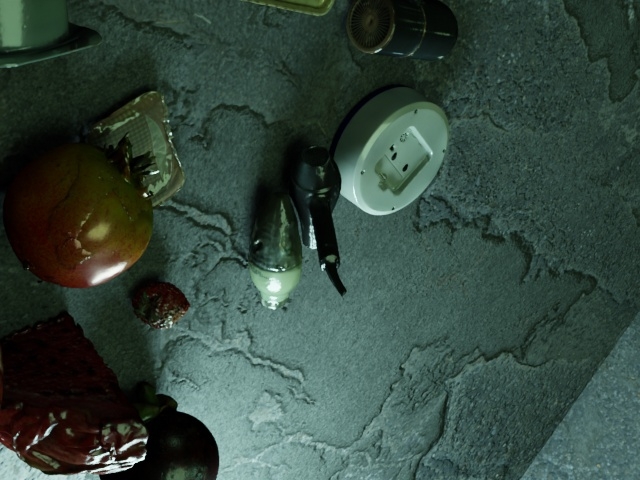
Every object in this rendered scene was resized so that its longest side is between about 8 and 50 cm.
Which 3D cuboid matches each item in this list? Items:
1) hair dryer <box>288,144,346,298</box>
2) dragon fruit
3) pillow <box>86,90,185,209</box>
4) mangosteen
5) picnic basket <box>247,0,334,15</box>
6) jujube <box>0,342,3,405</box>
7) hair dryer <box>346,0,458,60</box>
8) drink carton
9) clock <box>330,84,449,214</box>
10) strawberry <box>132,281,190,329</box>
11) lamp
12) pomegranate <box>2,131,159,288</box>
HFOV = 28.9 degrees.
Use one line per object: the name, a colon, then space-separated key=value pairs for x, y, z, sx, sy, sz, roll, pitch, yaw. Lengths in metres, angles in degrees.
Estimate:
hair dryer: x=0.000 y=0.000 z=2.091 sx=0.091 sy=0.272 sz=0.235 roll=-4 pitch=141 yaw=-5
dragon fruit: x=-0.385 y=0.236 z=1.877 sx=0.302 sy=0.330 sz=0.240 roll=15 pitch=88 yaw=-48
pillow: x=-0.272 y=-0.124 z=1.872 sx=0.135 sy=0.034 sz=0.211 roll=-37 pitch=143 yaw=-20
mangosteen: x=-0.280 y=0.372 z=2.162 sx=0.216 sy=0.216 sz=0.216 roll=-27 pitch=137 yaw=-28
picnic basket: x=-0.105 y=-0.451 z=1.658 sx=0.313 sy=0.175 sz=0.228 roll=-1 pitch=121 yaw=-50
jujube: x=-0.541 y=0.170 z=1.688 sx=0.223 sy=0.223 sz=0.318 roll=-2 pitch=107 yaw=-45
hair dryer: x=0.178 y=-0.464 z=2.006 sx=0.189 sy=0.107 sz=0.352 roll=-2 pitch=116 yaw=-48
drink carton: x=-0.379 y=-0.318 z=1.471 sx=0.191 sy=0.185 sz=0.190 roll=-23 pitch=131 yaw=-40
clock: x=0.125 y=-0.158 z=2.215 sx=0.230 sy=0.083 sz=0.230 roll=-25 pitch=136 yaw=-27
strawberry: x=-0.258 y=0.107 z=2.046 sx=0.096 sy=0.083 sz=0.083 roll=7 pitch=115 yaw=-58
lamp: x=-0.076 y=0.018 z=2.140 sx=0.101 sy=0.101 sz=0.250 roll=-23 pitch=134 yaw=-32
pomegranate: x=-0.330 y=-0.045 z=1.739 sx=0.235 sy=0.210 sz=0.210 roll=-48 pitch=144 yaw=9
